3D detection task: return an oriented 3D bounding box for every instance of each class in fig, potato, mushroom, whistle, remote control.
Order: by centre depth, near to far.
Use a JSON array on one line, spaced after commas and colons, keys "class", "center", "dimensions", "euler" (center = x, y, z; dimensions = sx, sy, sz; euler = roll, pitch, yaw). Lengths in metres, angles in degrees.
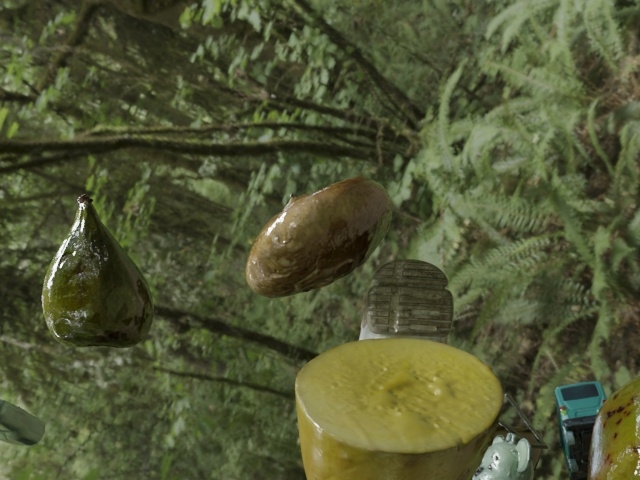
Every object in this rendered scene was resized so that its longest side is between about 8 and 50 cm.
[{"class": "remote control", "center": [-0.270, 0.146, 0.568], "dimensions": [0.162, 0.061, 0.029], "euler": [115, 169, -67]}, {"class": "potato", "center": [0.064, 0.192, 0.625], "dimensions": [0.203, 0.178, 0.158], "euler": [-54, -30, -65]}, {"class": "fig", "center": [-0.273, 0.047, 0.878], "dimensions": [0.126, 0.132, 0.185], "euler": [43, -134, -57]}, {"class": "whistle", "center": [0.230, 0.373, 0.916], "dimensions": [0.114, 0.077, 0.236], "euler": [140, 146, -73]}, {"class": "mushroom", "center": [0.000, 0.000, 1.126], "dimensions": [0.278, 0.146, 0.278], "euler": [-34, -16, -11]}]

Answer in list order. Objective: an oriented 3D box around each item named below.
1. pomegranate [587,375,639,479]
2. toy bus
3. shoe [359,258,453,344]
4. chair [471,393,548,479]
[{"class": "pomegranate", "center": [0.470, 0.246, 0.790], "dimensions": [0.291, 0.290, 0.324], "euler": [-85, 11, -57]}, {"class": "toy bus", "center": [0.413, 0.299, 1.077], "dimensions": [0.092, 0.079, 0.160], "euler": [-88, -18, -51]}, {"class": "shoe", "center": [0.139, 0.220, 1.149], "dimensions": [0.198, 0.171, 0.351], "euler": [85, -163, -74]}, {"class": "chair", "center": [0.319, 0.398, 1.257], "dimensions": [0.247, 0.172, 0.159], "euler": [43, 117, 64]}]
